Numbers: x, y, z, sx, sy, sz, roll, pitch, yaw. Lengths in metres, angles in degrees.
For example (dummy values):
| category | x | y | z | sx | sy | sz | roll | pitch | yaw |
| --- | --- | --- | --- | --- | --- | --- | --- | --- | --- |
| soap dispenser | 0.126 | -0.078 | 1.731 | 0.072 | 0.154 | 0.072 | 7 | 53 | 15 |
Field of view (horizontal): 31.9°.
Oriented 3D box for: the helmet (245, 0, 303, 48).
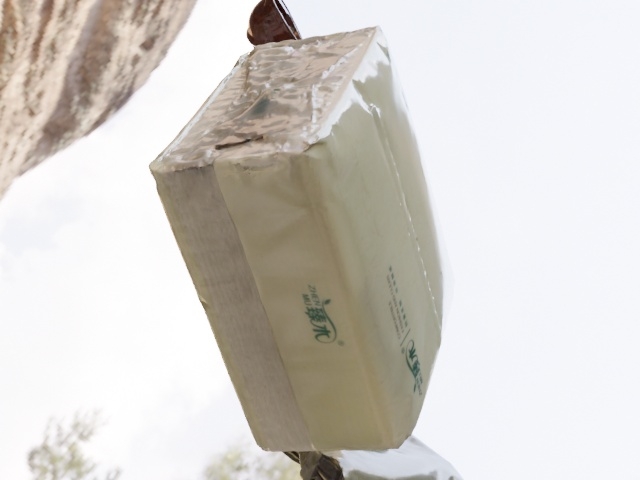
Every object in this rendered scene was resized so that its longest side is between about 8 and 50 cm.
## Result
| category | x | y | z | sx | sy | sz | roll | pitch | yaw |
| --- | --- | --- | --- | --- | --- | --- | --- | --- | --- |
| helmet | -0.060 | -0.253 | 1.358 | 0.057 | 0.111 | 0.089 | -31 | -46 | 11 |

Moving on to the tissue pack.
| category | x | y | z | sx | sy | sz | roll | pitch | yaw |
| --- | --- | --- | --- | --- | --- | --- | --- | --- | --- |
| tissue pack | 0.000 | 0.000 | 1.221 | 0.207 | 0.297 | 0.380 | -5 | -57 | 23 |

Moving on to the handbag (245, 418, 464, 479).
| category | x | y | z | sx | sy | sz | roll | pitch | yaw |
| --- | --- | --- | --- | --- | --- | --- | --- | --- | --- |
| handbag | 0.049 | 0.313 | 1.648 | 0.316 | 0.253 | 0.109 | 33 | -75 | 52 |
